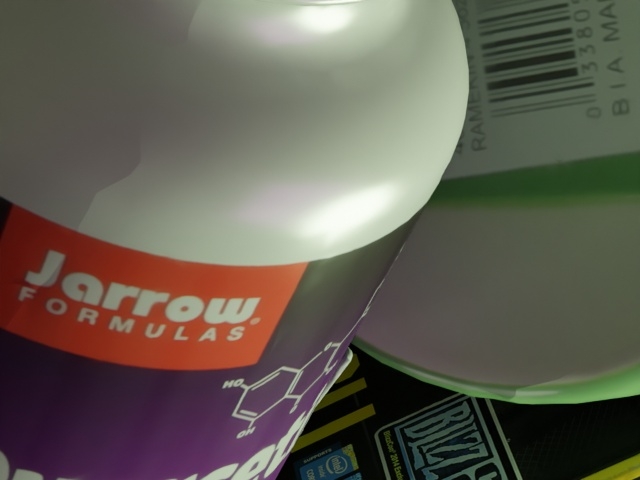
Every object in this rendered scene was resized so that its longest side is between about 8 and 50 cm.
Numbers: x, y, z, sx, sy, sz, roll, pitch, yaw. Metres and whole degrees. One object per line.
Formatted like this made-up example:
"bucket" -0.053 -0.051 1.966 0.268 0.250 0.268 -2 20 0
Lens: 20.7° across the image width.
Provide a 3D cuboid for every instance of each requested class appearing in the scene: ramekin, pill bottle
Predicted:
"ramekin" 0.095 -0.084 0.639 0.148 0.303 0.303 -11 138 -57
"pill bottle" -0.073 -0.007 0.523 0.181 0.181 0.323 -35 158 -47

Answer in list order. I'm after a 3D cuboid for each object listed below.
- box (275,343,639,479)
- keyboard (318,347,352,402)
"box" 0.087 0.057 0.842 0.257 0.079 0.322 -26 -152 5
"keyboard" -0.045 0.033 0.749 0.072 0.014 0.256 -59 -158 6
